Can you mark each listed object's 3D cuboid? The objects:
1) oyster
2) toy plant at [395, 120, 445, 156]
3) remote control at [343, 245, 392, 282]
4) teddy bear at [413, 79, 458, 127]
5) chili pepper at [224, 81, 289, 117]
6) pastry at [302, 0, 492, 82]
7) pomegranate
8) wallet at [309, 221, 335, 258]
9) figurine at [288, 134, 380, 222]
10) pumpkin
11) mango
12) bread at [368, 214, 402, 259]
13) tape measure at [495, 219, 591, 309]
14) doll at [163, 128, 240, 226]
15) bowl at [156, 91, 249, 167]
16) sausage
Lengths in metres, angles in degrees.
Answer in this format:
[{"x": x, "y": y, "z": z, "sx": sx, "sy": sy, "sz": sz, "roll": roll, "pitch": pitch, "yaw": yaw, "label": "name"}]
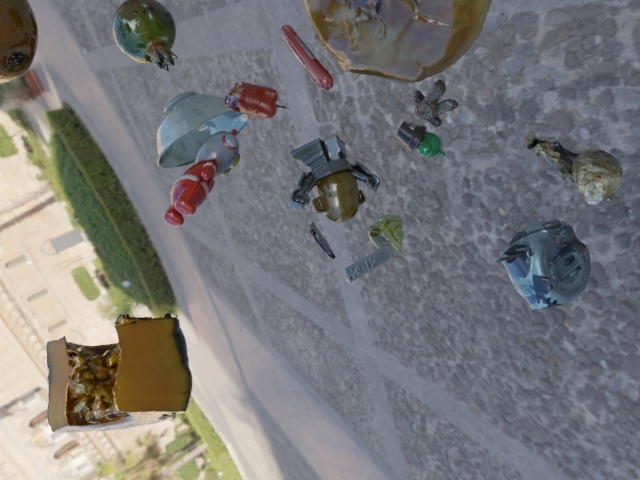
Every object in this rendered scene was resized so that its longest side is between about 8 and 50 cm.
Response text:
[{"x": 0.517, "y": -0.166, "z": 0.978, "sx": 0.094, "sy": 0.166, "sz": 0.294, "roll": -62, "pitch": 33, "yaw": 25, "label": "oyster"}, {"x": 0.372, "y": -0.360, "z": 1.727, "sx": 0.200, "sy": 0.143, "sz": 0.105, "roll": 31, "pitch": 120, "yaw": 1, "label": "toy plant"}, {"x": 0.153, "y": 0.075, "z": 1.525, "sx": 0.027, "sy": 0.184, "sz": 0.050, "roll": -1, "pitch": 114, "yaw": 64, "label": "remote control"}, {"x": 0.299, "y": -0.362, "z": 1.291, "sx": 0.119, "sy": 0.078, "sz": 0.160, "roll": 50, "pitch": 172, "yaw": -7, "label": "teddy bear"}, {"x": -0.149, "y": -0.349, "z": 1.191, "sx": 0.086, "sy": 0.192, "sz": 0.084, "roll": 44, "pitch": 119, "yaw": 36, "label": "chili pepper"}, {"x": 0.161, "y": -0.533, "z": 1.008, "sx": 0.410, "sy": 0.245, "sz": 0.409, "roll": 11, "pitch": 149, "yaw": 7, "label": "pastry"}, {"x": -0.436, "y": -0.519, "z": 1.201, "sx": 0.205, "sy": 0.159, "sz": 0.159, "roll": 55, "pitch": 156, "yaw": 14, "label": "pomegranate"}, {"x": 0.000, "y": 0.000, "z": 1.677, "sx": 0.122, "sy": 0.031, "sz": 0.232, "roll": 52, "pitch": -177, "yaw": -10, "label": "wallet"}, {"x": 0.042, "y": -0.199, "z": 1.610, "sx": 0.167, "sy": 0.343, "sz": 0.284, "roll": 103, "pitch": 145, "yaw": -80, "label": "figurine"}, {"x": -0.452, "y": 0.307, "z": 1.085, "sx": 0.256, "sy": 0.303, "sz": 0.225, "roll": 41, "pitch": -142, "yaw": -61, "label": "pumpkin"}, {"x": -0.645, "y": -0.439, "z": 0.838, "sx": 0.211, "sy": 0.173, "sz": 0.317, "roll": -20, "pitch": 109, "yaw": 29, "label": "mango"}, {"x": 0.226, "y": -0.018, "z": 1.665, "sx": 0.103, "sy": 0.110, "sz": 0.156, "roll": 128, "pitch": 152, "yaw": -50, "label": "bread"}, {"x": 0.696, "y": 0.074, "z": 1.442, "sx": 0.256, "sy": 0.275, "sz": 0.147, "roll": 54, "pitch": 156, "yaw": -11, "label": "tape measure"}, {"x": -0.294, "y": -0.182, "z": 1.235, "sx": 0.105, "sy": 0.336, "sz": 0.200, "roll": 37, "pitch": 141, "yaw": -20, "label": "doll"}, {"x": -0.389, "y": -0.361, "z": 1.440, "sx": 0.146, "sy": 0.313, "sz": 0.313, "roll": 58, "pitch": 157, "yaw": 1, "label": "bowl"}, {"x": -0.032, "y": -0.379, "z": 0.969, "sx": 0.034, "sy": 0.034, "sz": 0.253, "roll": 94, "pitch": 153, "yaw": -52, "label": "sausage"}]
